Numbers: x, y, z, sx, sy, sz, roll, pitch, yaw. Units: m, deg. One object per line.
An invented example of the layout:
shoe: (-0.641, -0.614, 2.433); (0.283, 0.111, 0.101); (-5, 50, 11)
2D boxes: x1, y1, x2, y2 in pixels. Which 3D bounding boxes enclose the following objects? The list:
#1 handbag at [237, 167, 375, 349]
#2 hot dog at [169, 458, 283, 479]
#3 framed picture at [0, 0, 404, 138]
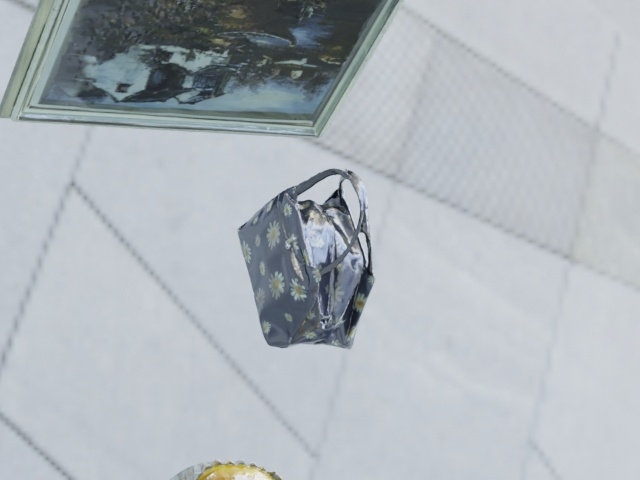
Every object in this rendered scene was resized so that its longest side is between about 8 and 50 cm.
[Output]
handbag: (0.000, 0.000, 1.353); (0.072, 0.139, 0.115); (0, 55, -24)
hot dog: (-0.066, 0.322, 1.742); (0.270, 0.162, 0.082); (61, 11, -19)
framed picture: (-0.090, -0.154, 1.518); (0.296, 0.232, 0.019); (2, 56, -23)
